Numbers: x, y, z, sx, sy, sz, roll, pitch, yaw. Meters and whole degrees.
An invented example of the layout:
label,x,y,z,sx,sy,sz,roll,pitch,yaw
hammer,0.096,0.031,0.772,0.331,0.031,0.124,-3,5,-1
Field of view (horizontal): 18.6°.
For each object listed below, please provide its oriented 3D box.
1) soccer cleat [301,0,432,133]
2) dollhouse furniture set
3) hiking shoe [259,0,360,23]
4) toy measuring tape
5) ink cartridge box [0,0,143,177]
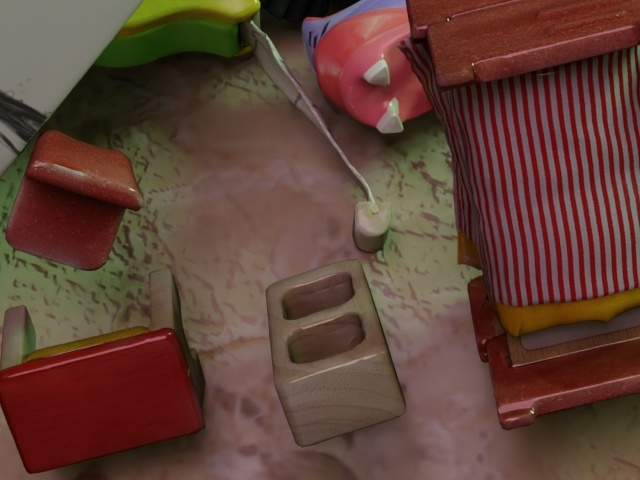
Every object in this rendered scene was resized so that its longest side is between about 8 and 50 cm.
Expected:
label,x,y,z,sx,sy,sz,roll,pitch,yaw
soccer cleat,0.109,-0.141,1.131,0.248,0.083,0.095,-24,44,-11
dollhouse furniture set,0.000,0.000,0.999,0.374,0.201,0.152,-15,24,2
hiking shoe,0.085,-0.240,1.163,0.304,0.113,0.132,-16,58,-3
toy measuring tape,-0.088,-0.111,1.142,0.121,0.121,0.330,-32,76,-5
ink cartridge box,-0.214,-0.157,1.062,0.307,0.129,0.223,-48,42,19
